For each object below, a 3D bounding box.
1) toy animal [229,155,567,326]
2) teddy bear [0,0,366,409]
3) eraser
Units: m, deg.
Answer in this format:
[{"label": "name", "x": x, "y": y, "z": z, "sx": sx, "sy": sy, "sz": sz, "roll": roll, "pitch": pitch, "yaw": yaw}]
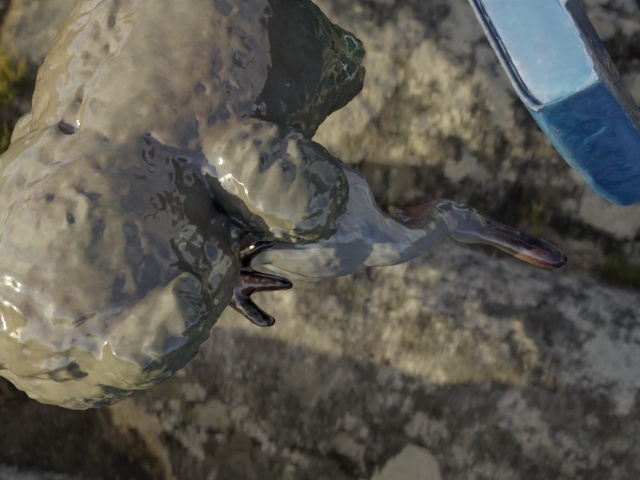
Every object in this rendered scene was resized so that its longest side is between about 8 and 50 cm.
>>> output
[{"label": "toy animal", "x": -0.003, "y": -0.011, "z": 0.938, "sx": 0.324, "sy": 0.090, "sz": 0.195, "roll": -3, "pitch": 32, "yaw": -42}, {"label": "teddy bear", "x": -0.090, "y": -0.035, "z": 0.712, "sx": 0.236, "sy": 0.151, "sz": 0.267, "roll": 4, "pitch": 68, "yaw": 36}, {"label": "eraser", "x": 0.088, "y": -0.166, "z": 0.706, "sx": 0.042, "sy": 0.144, "sz": 0.312, "roll": -30, "pitch": 61, "yaw": 16}]
